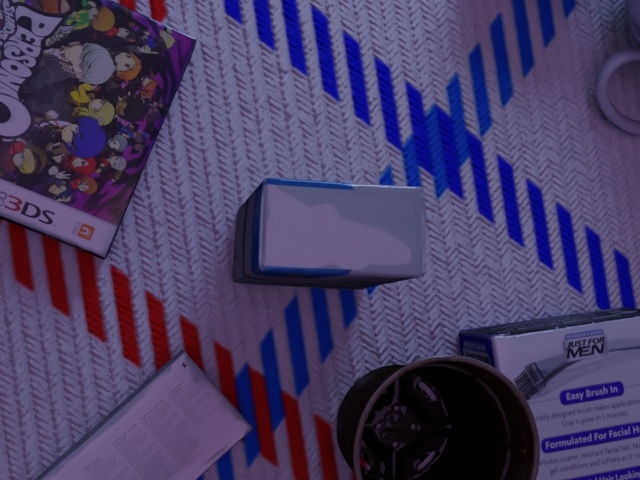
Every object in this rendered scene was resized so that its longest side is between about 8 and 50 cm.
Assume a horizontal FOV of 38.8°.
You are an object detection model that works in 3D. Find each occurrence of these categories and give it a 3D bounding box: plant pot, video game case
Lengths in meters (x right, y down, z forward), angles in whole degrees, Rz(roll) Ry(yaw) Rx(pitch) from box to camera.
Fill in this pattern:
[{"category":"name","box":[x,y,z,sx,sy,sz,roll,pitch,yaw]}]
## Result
[{"category":"plant pot","box":[0.093,0.185,0.848,0.167,0.165,0.167,1,86,-11]},{"category":"video game case","box":[-0.256,-0.127,0.856,0.210,0.042,0.232,23,82,-11]}]

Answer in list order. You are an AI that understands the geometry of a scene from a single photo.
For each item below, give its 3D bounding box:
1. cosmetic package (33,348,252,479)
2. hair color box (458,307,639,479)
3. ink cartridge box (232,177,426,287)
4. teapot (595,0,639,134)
[{"category":"cosmetic package","box":[-0.186,0.216,0.842,0.239,0.060,0.099,-41,97,-11]},{"category":"hair color box","box":[0.260,0.246,0.910,0.185,0.110,0.339,-7,90,-11]},{"category":"ink cartridge box","box":[0.000,0.000,0.826,0.139,0.190,0.082,3,85,-12]},{"category":"teapot","box":[0.387,-0.263,0.909,0.187,0.252,0.256,7,75,-1]}]
